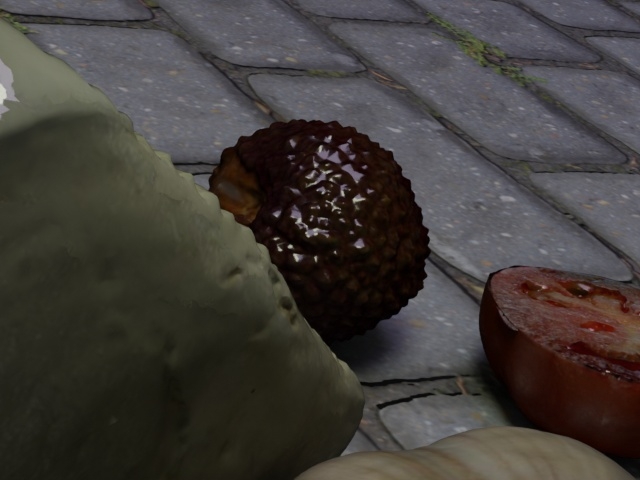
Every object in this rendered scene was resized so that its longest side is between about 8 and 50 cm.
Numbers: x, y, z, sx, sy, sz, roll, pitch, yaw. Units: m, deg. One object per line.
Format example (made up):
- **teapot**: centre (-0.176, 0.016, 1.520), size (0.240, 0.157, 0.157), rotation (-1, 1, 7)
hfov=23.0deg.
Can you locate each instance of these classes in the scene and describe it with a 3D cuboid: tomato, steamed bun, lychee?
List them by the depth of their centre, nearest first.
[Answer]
- **steamed bun**: centre (-0.161, 0.045, 0.674), size (0.247, 0.236, 0.383), rotation (36, -6, 30)
- **lychee**: centre (0.000, 0.000, 1.208), size (0.188, 0.188, 0.188), rotation (12, 24, -6)
- **tomato**: centre (0.221, 0.098, 1.218), size (0.225, 0.085, 0.225), rotation (11, 21, -4)

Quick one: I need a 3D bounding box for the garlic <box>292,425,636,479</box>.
- **garlic**: centre (0.070, 0.230, 0.656), size (0.322, 0.241, 0.322), rotation (25, 25, -13)
